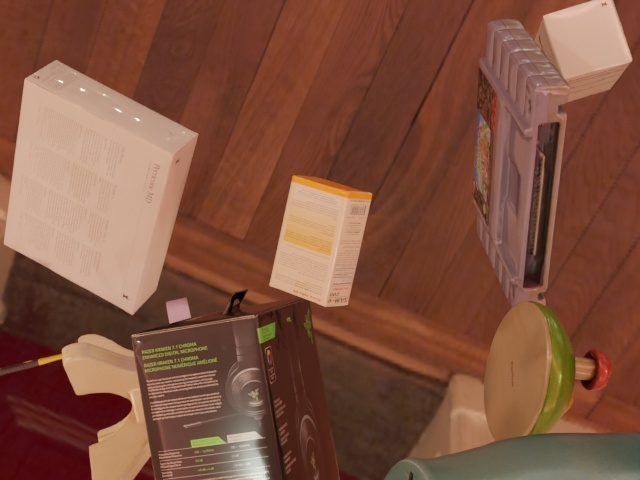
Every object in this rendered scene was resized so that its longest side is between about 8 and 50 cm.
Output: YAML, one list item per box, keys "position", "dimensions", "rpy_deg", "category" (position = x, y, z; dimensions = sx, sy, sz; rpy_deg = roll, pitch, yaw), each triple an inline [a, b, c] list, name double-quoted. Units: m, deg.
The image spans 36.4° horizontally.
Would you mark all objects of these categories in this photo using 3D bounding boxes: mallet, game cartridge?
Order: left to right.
- position: [-0.496, 0.218, 1.739]
  dimensions: [0.190, 0.062, 0.039]
  rpy_deg: [-16, 103, -15]
  category: "mallet"
- position: [0.267, -0.101, 1.354]
  dimensions: [0.068, 0.230, 0.355]
  rpy_deg: [-9, 125, -8]
  category: "game cartridge"

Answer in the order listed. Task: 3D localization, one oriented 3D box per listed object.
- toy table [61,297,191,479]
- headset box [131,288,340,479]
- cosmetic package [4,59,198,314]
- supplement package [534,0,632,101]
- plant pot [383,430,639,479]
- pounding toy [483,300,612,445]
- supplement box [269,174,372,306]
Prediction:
- position: [-0.226, 0.202, 1.265]
  dimensions: [0.161, 0.252, 0.274]
  rpy_deg: [-13, 124, -8]
  category: "toy table"
- position: [-0.076, 0.194, 1.020]
  dimensions: [0.131, 0.246, 0.283]
  rpy_deg: [-10, 88, 11]
  category: "headset box"
- position: [-0.393, -0.084, 1.704]
  dimensions: [0.284, 0.097, 0.377]
  rpy_deg: [29, 129, 9]
  category: "cosmetic package"
- position: [0.391, -0.282, 1.477]
  dimensions: [0.105, 0.179, 0.105]
  rpy_deg: [-15, 83, 5]
  category: "supplement package"
- position: [0.184, 0.290, 0.851]
  dimensions: [0.255, 0.271, 0.271]
  rpy_deg: [9, 119, -14]
  category: "plant pot"
- position: [0.287, 0.201, 1.220]
  dimensions: [0.110, 0.183, 0.236]
  rpy_deg: [11, 86, -12]
  category: "pounding toy"
- position: [0.000, 0.000, 0.815]
  dimensions: [0.062, 0.036, 0.098]
  rpy_deg: [19, 101, 35]
  category: "supplement box"
